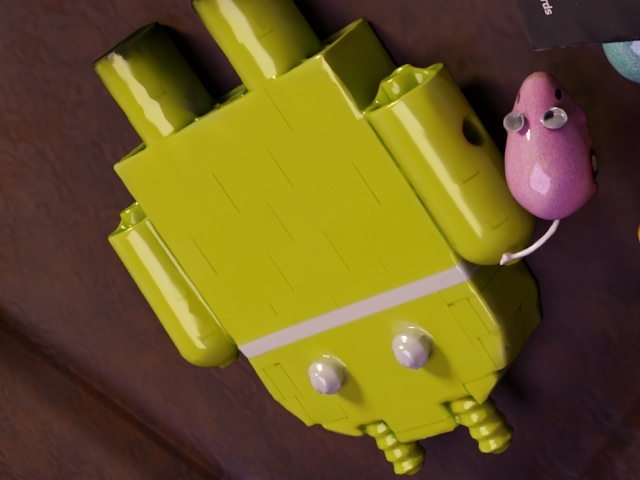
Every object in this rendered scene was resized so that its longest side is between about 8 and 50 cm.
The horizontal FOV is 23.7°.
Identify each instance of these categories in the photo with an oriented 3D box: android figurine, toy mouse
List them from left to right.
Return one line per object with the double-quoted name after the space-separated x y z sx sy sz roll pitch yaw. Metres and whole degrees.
0.000 0.000 0.762 0.248 0.056 0.273 -20 106 43 "android figurine"
0.121 -0.052 0.625 0.161 0.031 0.143 -30 96 28 "toy mouse"

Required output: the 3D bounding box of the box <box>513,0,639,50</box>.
0.123 -0.212 0.453 0.242 0.076 0.307 2 129 45 "box"
